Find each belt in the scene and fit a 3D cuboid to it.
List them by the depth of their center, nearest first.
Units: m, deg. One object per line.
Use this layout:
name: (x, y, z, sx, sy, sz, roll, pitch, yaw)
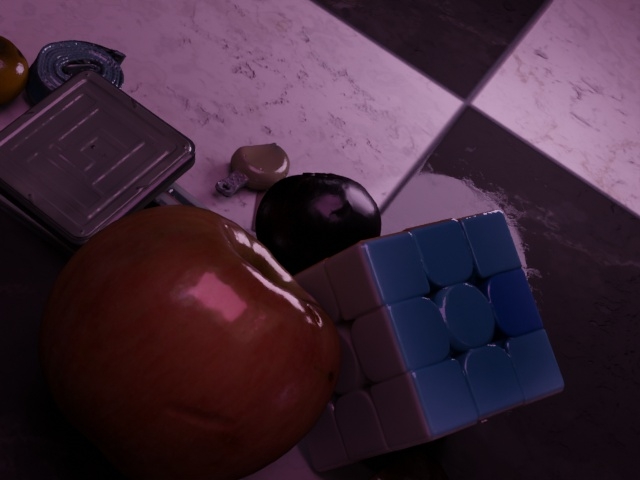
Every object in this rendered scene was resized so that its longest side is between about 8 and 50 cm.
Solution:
belt: (-0.426, -0.274, 2.187, 0.163, 0.082, 0.148, 14, 55, -26)

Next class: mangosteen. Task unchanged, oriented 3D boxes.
mangosteen: (-0.003, -0.010, 2.095, 0.216, 0.216, 0.216, 16, 43, -15)

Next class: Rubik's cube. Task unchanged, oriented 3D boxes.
Rubik's cube: (0.131, 0.149, 1.869, 0.291, 0.291, 0.291, -12, 79, -37)

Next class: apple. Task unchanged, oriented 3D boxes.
apple: (-0.183, 0.148, 1.690, 0.391, 0.346, 0.391, 45, 4, -4)

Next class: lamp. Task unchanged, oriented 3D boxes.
lamp: (-0.376, -0.132, 2.018, 0.266, 0.047, 0.269, 36, 61, 19)

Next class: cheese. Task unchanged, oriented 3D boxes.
cheese: (-0.128, -0.126, 2.238, 0.171, 0.048, 0.092, -16, 55, -38)

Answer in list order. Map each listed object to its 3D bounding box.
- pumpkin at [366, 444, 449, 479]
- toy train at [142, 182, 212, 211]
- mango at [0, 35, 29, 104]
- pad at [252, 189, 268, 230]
pumpkin: (0.125, 0.407, 1.782, 0.312, 0.148, 0.169, -27, 62, -40)
toy train: (-0.133, 0.046, 2.038, 0.407, 0.086, 0.088, 39, 39, 9)
mango: (-0.586, -0.290, 2.103, 0.195, 0.098, 0.137, 4, 51, -20)
pad: (-0.028, -0.029, 2.230, 0.187, 0.006, 0.113, 19, 43, -12)
